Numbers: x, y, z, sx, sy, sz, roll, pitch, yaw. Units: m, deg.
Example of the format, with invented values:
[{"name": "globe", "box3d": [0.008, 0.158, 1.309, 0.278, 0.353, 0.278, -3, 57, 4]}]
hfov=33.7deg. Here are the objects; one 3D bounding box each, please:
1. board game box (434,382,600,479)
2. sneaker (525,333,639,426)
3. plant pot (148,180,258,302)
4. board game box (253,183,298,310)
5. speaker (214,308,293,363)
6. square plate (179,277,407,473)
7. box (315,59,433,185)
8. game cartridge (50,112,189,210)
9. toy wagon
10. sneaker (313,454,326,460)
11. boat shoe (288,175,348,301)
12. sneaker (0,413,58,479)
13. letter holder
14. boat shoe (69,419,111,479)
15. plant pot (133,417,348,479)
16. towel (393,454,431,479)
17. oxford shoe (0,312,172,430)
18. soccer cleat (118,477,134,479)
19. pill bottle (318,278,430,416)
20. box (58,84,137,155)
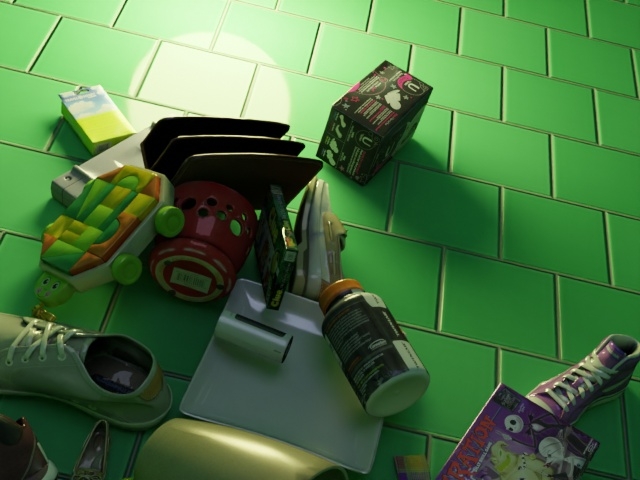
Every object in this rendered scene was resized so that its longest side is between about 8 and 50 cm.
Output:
[{"name": "board game box", "box3d": [0.313, 0.424, 1.809, 0.208, 0.056, 0.347, 28, 54, 19]}, {"name": "sneaker", "box3d": [0.490, 0.256, 1.981, 0.282, 0.161, 0.102, -25, 58, -32]}, {"name": "plant pot", "box3d": [-0.227, 0.008, 2.014, 0.191, 0.191, 0.174, 14, 46, -1]}, {"name": "board game box", "box3d": [-0.090, 0.008, 2.042, 0.030, 0.136, 0.259, 13, 26, -17]}, {"name": "speaker", "box3d": [-0.122, 0.172, 1.903, 0.136, 0.055, 0.055, 21, 44, 7]}, {"name": "square plate", "box3d": [-0.041, 0.245, 1.926, 0.347, 0.049, 0.344, 18, 44, 3]}, {"name": "box", "box3d": [0.125, -0.268, 2.408, 0.142, 0.163, 0.247, 33, 47, 13]}, {"name": "game cartridge", "box3d": [-0.353, -0.130, 2.216, 0.230, 0.068, 0.355, 32, 46, 22]}, {"name": "toy wagon", "box3d": [-0.416, 0.005, 1.951, 0.267, 0.068, 0.344, 18, 61, 44]}, {"name": "sneaker", "box3d": [-0.056, 0.363, 1.766, 0.158, 0.061, 0.065, 13, 24, -21]}, {"name": "boat shoe", "box3d": [0.000, 0.000, 2.150, 0.103, 0.113, 0.302, 12, 53, -8]}, {"name": "sneaker", "box3d": [-0.548, 0.351, 1.595, 0.281, 0.106, 0.162, -23, 92, -43]}, {"name": "letter holder", "box3d": [-0.174, -0.174, 2.124, 0.302, 0.214, 0.152, -1, 65, -32]}, {"name": "boat shoe", "box3d": [-0.371, 0.363, 1.715, 0.056, 0.048, 0.153, 14, 44, -1]}, {"name": "plant pot", "box3d": [-0.142, 0.388, 1.601, 0.274, 0.256, 0.256, 27, 44, 26]}, {"name": "towel", "box3d": [0.162, 0.409, 1.843, 0.060, 0.009, 0.083, 2, 46, -14]}, {"name": "oxford shoe", "box3d": [-0.464, 0.194, 1.806, 0.449, 0.130, 0.169, 17, 46, 5]}, {"name": "soccer cleat", "box3d": [-0.393, 0.436, 1.593, 0.121, 0.093, 0.289, 47, 53, 7]}, {"name": "pill bottle", "box3d": [0.085, 0.183, 1.893, 0.130, 0.130, 0.245, -11, 50, -25]}, {"name": "box", "box3d": [-0.492, -0.265, 2.323, 0.109, 0.042, 0.178, -19, 53, -31]}]
